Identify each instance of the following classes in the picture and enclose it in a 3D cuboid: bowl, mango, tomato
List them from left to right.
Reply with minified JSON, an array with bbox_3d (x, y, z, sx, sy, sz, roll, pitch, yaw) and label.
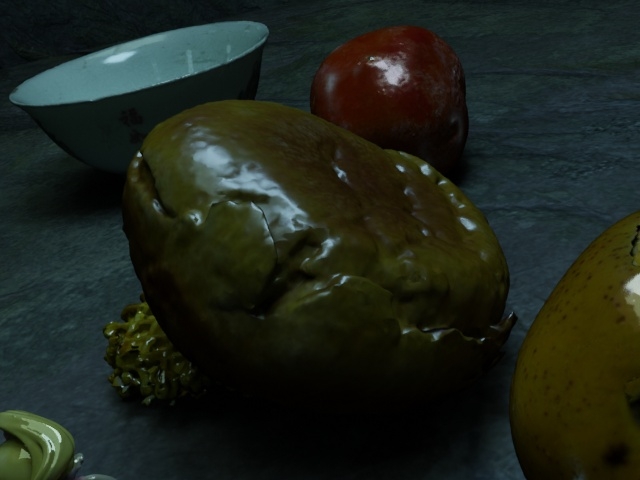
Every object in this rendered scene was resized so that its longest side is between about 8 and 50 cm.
[{"bbox_3d":[-0.274,-0.215,1.278,0.434,0.196,0.435,-11,26,6],"label":"bowl"},{"bbox_3d":[0.091,-0.184,1.020,0.231,0.189,0.232,-5,56,7],"label":"tomato"},{"bbox_3d":[0.233,0.069,0.496,0.159,0.191,0.290,18,34,35],"label":"mango"}]

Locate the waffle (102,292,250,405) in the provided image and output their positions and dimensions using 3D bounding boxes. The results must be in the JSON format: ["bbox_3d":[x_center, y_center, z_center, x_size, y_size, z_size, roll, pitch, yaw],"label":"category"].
[{"bbox_3d":[-0.115,0.092,0.741,0.193,0.070,0.197,13,39,42],"label":"waffle"}]

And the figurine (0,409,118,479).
[{"bbox_3d":[-0.192,0.192,0.579,0.187,0.083,0.083,24,44,38],"label":"figurine"}]

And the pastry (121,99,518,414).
[{"bbox_3d":[0.000,0.000,0.654,0.355,0.164,0.356,16,32,-10],"label":"pastry"}]
